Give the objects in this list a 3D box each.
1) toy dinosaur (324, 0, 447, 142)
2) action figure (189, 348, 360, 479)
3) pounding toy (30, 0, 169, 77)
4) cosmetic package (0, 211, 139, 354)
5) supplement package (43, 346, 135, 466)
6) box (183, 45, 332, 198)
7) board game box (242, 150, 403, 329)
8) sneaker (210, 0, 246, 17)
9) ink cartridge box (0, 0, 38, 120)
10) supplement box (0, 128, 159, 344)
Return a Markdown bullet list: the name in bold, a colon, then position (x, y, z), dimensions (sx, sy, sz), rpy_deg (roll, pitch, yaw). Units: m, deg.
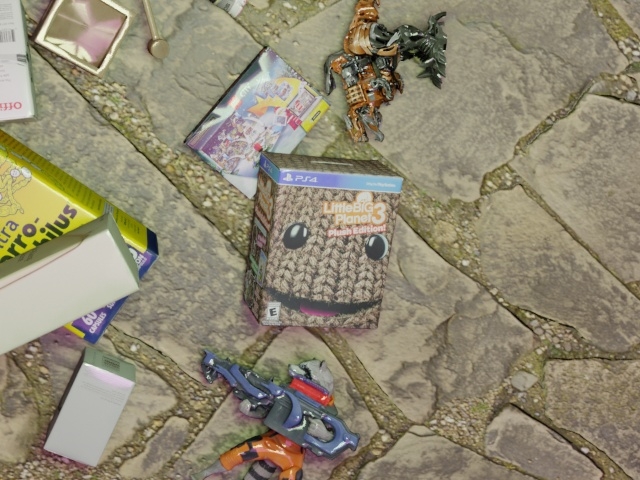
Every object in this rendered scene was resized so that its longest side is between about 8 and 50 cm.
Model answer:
- **toy dinosaur**: position (0.116, -0.340, 1.836), dimensions (0.218, 0.164, 0.322), rpy_deg (2, 112, 4)
- **action figure**: position (-0.104, 0.352, 1.963), dimensions (0.341, 0.178, 0.330), rpy_deg (37, 86, 12)
- **pounding toy**: position (-0.363, -0.373, 1.767), dimensions (0.206, 0.094, 0.181), rpy_deg (28, 91, -24)
- **cosmetic package**: position (-0.448, 0.080, 1.607), dimensions (0.309, 0.160, 0.113), rpy_deg (-27, 105, -5)
- **supplement package**: position (-0.425, 0.306, 1.888), dimensions (0.105, 0.105, 0.179), rpy_deg (24, 96, -15)
- **box**: position (-0.115, -0.215, 1.866), dimensions (0.159, 0.044, 0.233), rpy_deg (41, 92, -16)
- **board game box**: position (0.000, 0.000, 1.859), dimensions (0.232, 0.141, 0.291), rpy_deg (2, 107, -18)
- **sneaker**: position (-0.152, -0.482, 1.792), dimensions (0.074, 0.063, 0.170), rpy_deg (15, 104, -19)
- **ink cartridge box**: position (-0.566, -0.297, 1.726), dimensions (0.148, 0.086, 0.203), rpy_deg (-6, 92, -10)
- **supplement box**: position (-0.480, -0.014, 1.763), dimensions (0.356, 0.195, 0.194), rpy_deg (35, 94, -15)
